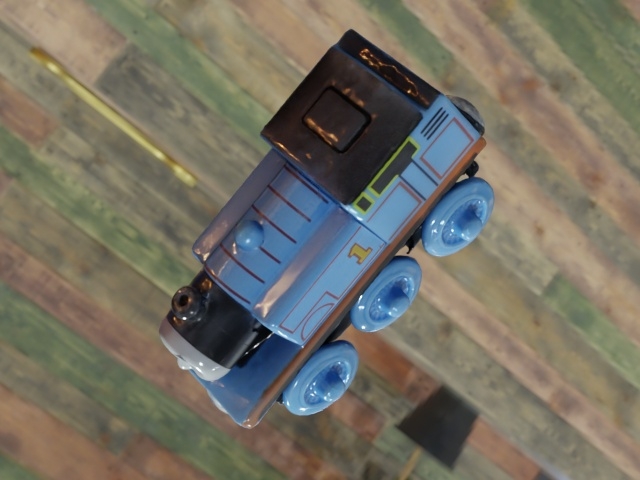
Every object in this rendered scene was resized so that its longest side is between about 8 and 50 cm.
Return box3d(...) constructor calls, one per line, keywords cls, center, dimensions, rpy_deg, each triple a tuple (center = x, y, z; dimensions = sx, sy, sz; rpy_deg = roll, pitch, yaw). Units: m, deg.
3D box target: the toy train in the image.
box3d(cls="toy train", center=(0.000, 0.000, 0.532), dimensions=(0.080, 0.184, 0.105), rpy_deg=(43, -176, 35))
